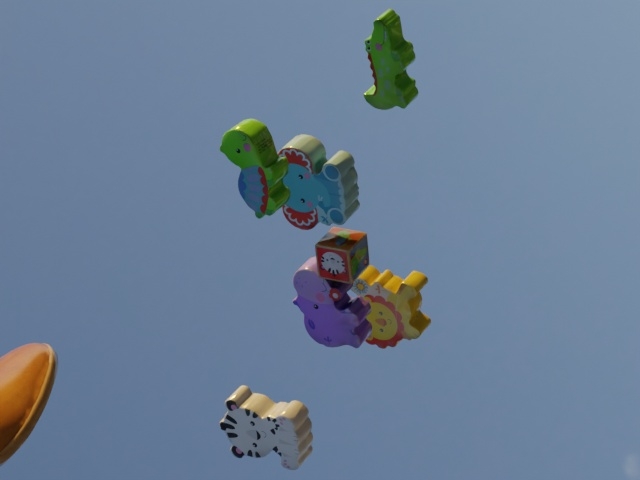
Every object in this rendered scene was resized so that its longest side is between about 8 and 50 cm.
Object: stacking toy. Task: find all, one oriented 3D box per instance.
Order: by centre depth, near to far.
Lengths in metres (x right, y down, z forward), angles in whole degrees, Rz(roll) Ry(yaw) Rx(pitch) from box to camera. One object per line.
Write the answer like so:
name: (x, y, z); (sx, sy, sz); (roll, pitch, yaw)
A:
stacking toy: (0.000, 0.000, 1.106); (0.167, 0.052, 0.221); (-43, -43, -49)

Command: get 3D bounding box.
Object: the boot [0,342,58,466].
boot: (-0.326, 0.116, 1.403); (0.211, 0.104, 0.295); (41, -141, -12)
